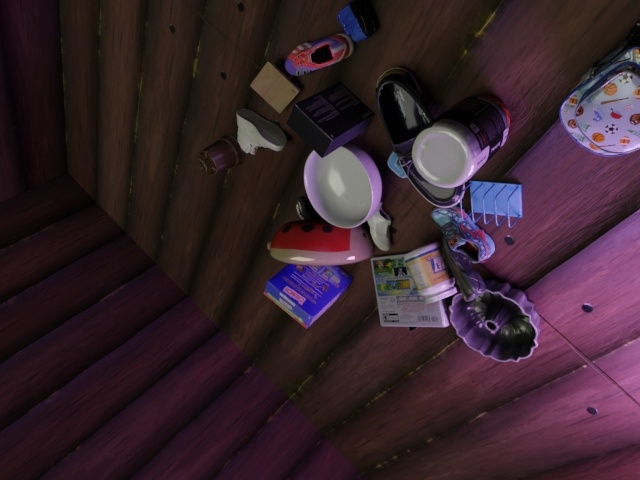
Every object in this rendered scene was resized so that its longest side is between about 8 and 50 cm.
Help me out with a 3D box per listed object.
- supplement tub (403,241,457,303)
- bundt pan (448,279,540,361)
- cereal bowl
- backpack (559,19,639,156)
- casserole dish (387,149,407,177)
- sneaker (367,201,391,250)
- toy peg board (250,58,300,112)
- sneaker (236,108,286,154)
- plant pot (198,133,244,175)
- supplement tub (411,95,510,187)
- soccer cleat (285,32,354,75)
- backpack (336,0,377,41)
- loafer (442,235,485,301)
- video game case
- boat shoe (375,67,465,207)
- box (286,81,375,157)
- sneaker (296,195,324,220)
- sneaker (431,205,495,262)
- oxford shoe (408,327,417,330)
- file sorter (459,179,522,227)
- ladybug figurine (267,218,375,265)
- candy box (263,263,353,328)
[{"bbox_3d":[0.408,0.119,1.877,0.144,0.144,0.199,-30,80,51],"label":"supplement tub"},{"bbox_3d":[0.650,0.279,1.864,0.331,0.124,0.330,26,135,29],"label":"bundt pan"},{"bbox_3d":[0.104,-0.227,1.969,0.339,0.141,0.338,23,128,34],"label":"cereal bowl"},{"bbox_3d":[0.741,-0.331,1.246,0.276,0.213,0.263,48,152,-1],"label":"backpack"},{"bbox_3d":[0.304,-0.297,1.817,0.114,0.037,0.188,44,142,9],"label":"casserole dish"},{"bbox_3d":[0.250,-0.056,2.034,0.094,0.080,0.212,-14,109,36],"label":"sneaker"},{"bbox_3d":[-0.165,-0.619,2.004,0.161,0.079,0.161,41,144,-13],"label":"toy peg board"},{"bbox_3d":[-0.257,-0.433,2.208,0.292,0.108,0.169,42,143,27],"label":"sneaker"},{"bbox_3d":[-0.473,-0.394,2.391,0.167,0.165,0.166,24,134,28],"label":"plant pot"},{"bbox_3d":[0.420,-0.300,1.479,0.194,0.316,0.193,26,136,28],"label":"supplement tub"},{"bbox_3d":[-0.031,-0.650,1.799,0.318,0.116,0.108,0,119,44],"label":"soccer cleat"},{"bbox_3d":[0.121,-0.704,1.631,0.120,0.098,0.101,52,152,-22],"label":"backpack"},{"bbox_3d":[0.489,0.094,1.812,0.084,0.096,0.267,-55,42,41],"label":"loafer"},{"bbox_3d":[0.356,0.202,2.070,0.329,0.036,0.299,-10,89,48],"label":"video game case"},{"bbox_3d":[0.318,-0.320,1.664,0.187,0.156,0.499,-22,104,26],"label":"boat shoe"},{"bbox_3d":[0.039,-0.428,1.790,0.184,0.261,0.103,44,141,10],"label":"box"},{"bbox_3d":[-0.027,-0.098,2.265,0.106,0.078,0.234,-1,123,41],"label":"sneaker"},{"bbox_3d":[0.488,-0.024,1.780,0.262,0.125,0.104,41,139,12],"label":"sneaker"},{"bbox_3d":[0.423,0.277,2.100,0.097,0.098,0.271,29,136,25],"label":"oxford shoe"},{"bbox_3d":[0.555,-0.119,1.659,0.170,0.104,0.118,11,126,39],"label":"file sorter"},{"bbox_3d":[0.000,0.000,2.108,0.450,0.305,0.161,-2,104,2],"label":"ladybug figurine"},{"bbox_3d":[-0.053,0.208,2.333,0.268,0.317,0.122,38,139,16],"label":"candy box"}]
